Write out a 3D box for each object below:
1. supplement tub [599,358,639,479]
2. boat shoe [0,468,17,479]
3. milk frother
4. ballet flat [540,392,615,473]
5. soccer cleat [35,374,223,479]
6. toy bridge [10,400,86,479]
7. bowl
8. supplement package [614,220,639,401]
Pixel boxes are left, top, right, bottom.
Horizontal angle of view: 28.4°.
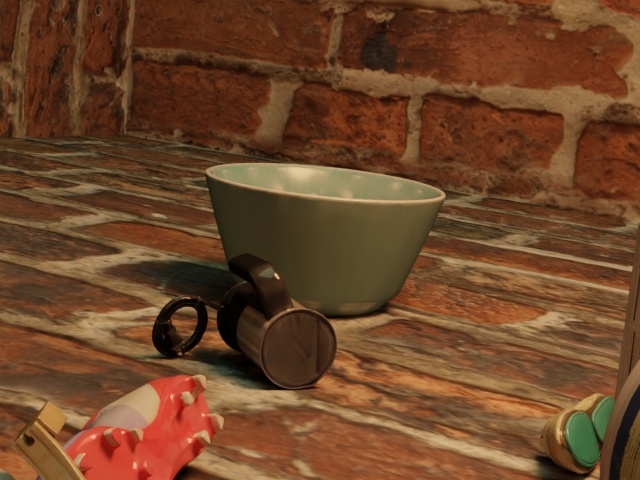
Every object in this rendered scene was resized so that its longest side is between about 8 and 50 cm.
[{"bbox_3d":[0.311,0.163,0.657,0.235,0.235,0.325,4,10,-12],"label":"supplement tub"},{"bbox_3d":[-0.170,0.183,0.566,0.156,0.136,0.367,-1,9,-34],"label":"boat shoe"},{"bbox_3d":[-0.081,0.097,1.289,0.143,0.129,0.135,-42,23,-10],"label":"milk frother"},{"bbox_3d":[0.224,0.175,1.124,0.052,0.057,0.168,-21,-7,27],"label":"ballet flat"},{"bbox_3d":[-0.151,0.163,0.916,0.095,0.083,0.248,-22,6,20],"label":"soccer cleat"},{"bbox_3d":[-0.094,0.169,0.690,0.188,0.026,0.063,46,7,-7],"label":"toy bridge"},{"bbox_3d":[0.000,0.000,1.647,0.311,0.163,0.311,5,9,-1],"label":"bowl"},{"bbox_3d":[0.437,0.098,1.199,0.262,0.204,0.145,4,8,-10],"label":"supplement package"}]
